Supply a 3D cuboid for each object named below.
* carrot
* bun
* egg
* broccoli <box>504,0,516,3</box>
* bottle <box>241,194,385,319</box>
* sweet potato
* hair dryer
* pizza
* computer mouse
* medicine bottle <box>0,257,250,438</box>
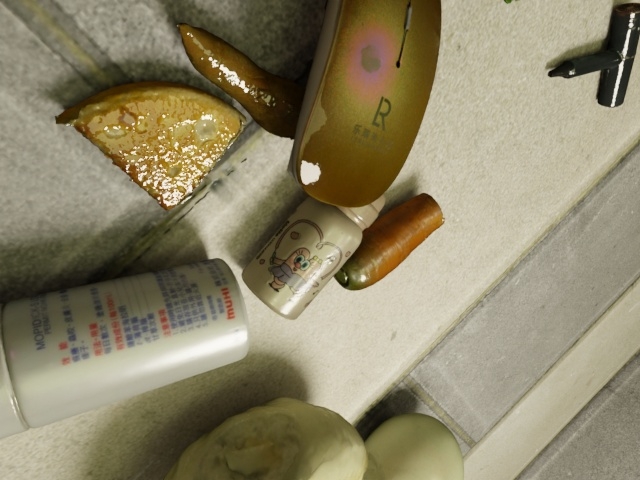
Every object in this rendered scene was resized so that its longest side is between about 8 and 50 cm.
[{"bbox_3d":[0.101,0.003,0.678,0.193,0.087,0.087,-33,132,-21],"label":"carrot"},{"bbox_3d":[-0.107,0.397,0.704,0.364,0.202,0.364,-24,133,-28],"label":"bun"},{"bbox_3d":[0.190,0.503,0.967,0.219,0.219,0.269,23,103,-42],"label":"egg"},{"bbox_3d":[0.309,-0.387,0.404,0.413,0.321,0.310,-9,117,-36],"label":"broccoli"},{"bbox_3d":[0.000,0.000,0.594,0.209,0.097,0.110,-48,151,1],"label":"bottle"},{"bbox_3d":[-0.046,-0.148,0.485,0.274,0.067,0.067,22,104,-46],"label":"sweet potato"},{"bbox_3d":[0.468,-0.288,0.774,0.195,0.050,0.173,-29,130,-11],"label":"hair dryer"},{"bbox_3d":[-0.158,-0.097,0.457,0.178,0.041,0.131,-20,125,-24],"label":"pizza"},{"bbox_3d":[0.056,-0.188,0.473,0.158,0.072,0.310,12,93,-44],"label":"computer mouse"},{"bbox_3d":[-0.255,0.114,0.464,0.341,0.130,0.130,-12,124,-29],"label":"medicine bottle"}]
